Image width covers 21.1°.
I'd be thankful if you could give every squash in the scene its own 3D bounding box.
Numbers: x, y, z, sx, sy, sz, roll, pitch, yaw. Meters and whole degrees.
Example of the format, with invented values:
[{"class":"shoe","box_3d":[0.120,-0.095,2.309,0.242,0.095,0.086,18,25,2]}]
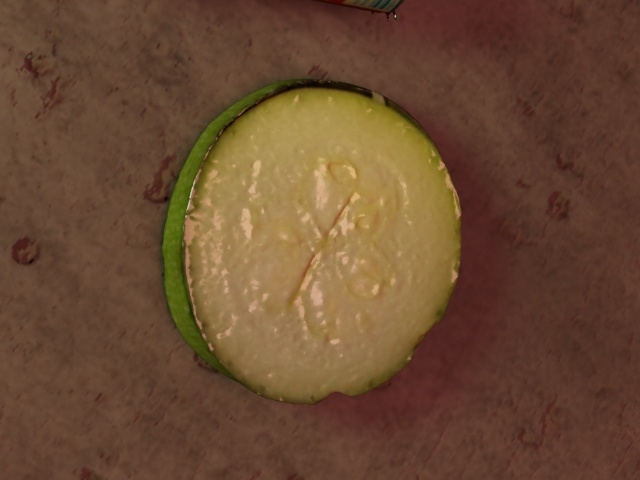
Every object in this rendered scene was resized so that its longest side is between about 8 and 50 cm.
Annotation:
[{"class":"squash","box_3d":[-0.002,0.000,1.156,0.219,0.041,0.219,-3,97,-28]}]

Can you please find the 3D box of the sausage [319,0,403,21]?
[{"class":"sausage","box_3d":[-0.065,-0.197,1.059,0.264,0.083,0.083,7,97,-26]}]
